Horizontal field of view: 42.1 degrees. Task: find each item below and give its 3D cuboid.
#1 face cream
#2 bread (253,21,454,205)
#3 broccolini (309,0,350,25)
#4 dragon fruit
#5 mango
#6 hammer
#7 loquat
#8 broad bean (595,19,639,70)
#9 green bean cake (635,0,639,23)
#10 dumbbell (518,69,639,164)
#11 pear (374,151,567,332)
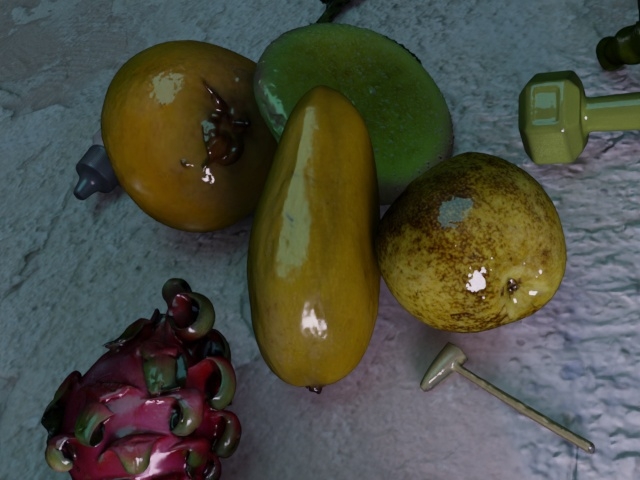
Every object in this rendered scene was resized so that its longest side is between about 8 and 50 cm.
[{"bbox_3d":[-0.316,-0.184,1.404,0.092,0.092,0.311,9,52,33],"label":"face cream"},{"bbox_3d":[0.057,-0.181,1.121,0.302,0.045,0.301,11,59,-20],"label":"bread"},{"bbox_3d":[-0.015,-0.387,1.481,0.254,0.057,0.071,-48,3,-26],"label":"broccolini"},{"bbox_3d":[-0.175,0.184,0.911,0.198,0.218,0.273,43,63,0],"label":"dragon fruit"},{"bbox_3d":[0.002,0.005,0.948,0.143,0.195,0.331,4,74,20],"label":"mango"},{"bbox_3d":[0.187,0.171,0.849,0.195,0.028,0.060,29,71,41],"label":"hammer"},{"bbox_3d":[-0.167,-0.143,1.163,0.275,0.274,0.274,-14,44,14],"label":"loquat"},{"bbox_3d":[0.397,-0.250,1.066,0.053,0.052,0.256,-44,3,8],"label":"broad bean"},{"bbox_3d":[0.577,-0.364,1.106,0.255,0.132,0.241,25,59,41],"label":"green bean cake"},{"bbox_3d":[0.392,-0.156,0.993,0.302,0.108,0.121,0,83,26],"label":"dumbbell"},{"bbox_3d":[0.166,0.012,0.896,0.197,0.197,0.197,-14,44,14],"label":"pear"}]
